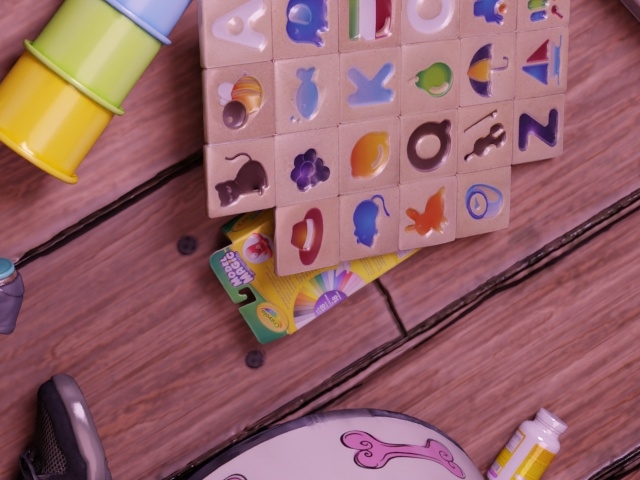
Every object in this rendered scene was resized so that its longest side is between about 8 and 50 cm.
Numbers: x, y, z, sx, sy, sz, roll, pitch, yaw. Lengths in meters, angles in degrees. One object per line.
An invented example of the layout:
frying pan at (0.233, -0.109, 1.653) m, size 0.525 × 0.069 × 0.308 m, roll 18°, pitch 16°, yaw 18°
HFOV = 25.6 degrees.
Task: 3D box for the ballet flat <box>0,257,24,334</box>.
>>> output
ballet flat at (-0.326, 0.061, 1.068) m, size 0.203 × 0.074 × 0.074 m, roll -7°, pitch 112°, yaw -19°

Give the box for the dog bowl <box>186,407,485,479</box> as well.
dog bowl at (0.017, 0.357, 1.214) m, size 0.408 × 0.150 × 0.408 m, roll -12°, pitch 118°, yaw -25°

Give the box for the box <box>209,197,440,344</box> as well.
box at (0.000, 0.000, 1.170) m, size 0.179 × 0.043 × 0.105 m, roll -33°, pitch 117°, yaw -7°

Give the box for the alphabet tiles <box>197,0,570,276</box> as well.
alphabet tiles at (0.061, -0.127, 1.115) m, size 0.342 × 0.011 × 0.285 m, roll -11°, pitch 111°, yaw -28°

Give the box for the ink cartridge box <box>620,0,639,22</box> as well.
ink cartridge box at (0.412, -0.236, 1.202) m, size 0.296 × 0.066 × 0.261 m, roll 40°, pitch 95°, yaw -29°

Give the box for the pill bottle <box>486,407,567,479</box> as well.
pill bottle at (0.194, 0.198, 1.310) m, size 0.043 × 0.043 × 0.083 m, roll 31°, pitch 98°, yaw -26°

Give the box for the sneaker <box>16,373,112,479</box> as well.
sneaker at (-0.237, 0.221, 1.148) m, size 0.130 × 0.087 × 0.227 m, roll -8°, pitch 118°, yaw -23°

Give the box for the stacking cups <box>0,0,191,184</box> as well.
stacking cups at (-0.131, -0.196, 1.035) m, size 0.096 × 0.096 × 0.316 m, roll 34°, pitch 91°, yaw -26°
